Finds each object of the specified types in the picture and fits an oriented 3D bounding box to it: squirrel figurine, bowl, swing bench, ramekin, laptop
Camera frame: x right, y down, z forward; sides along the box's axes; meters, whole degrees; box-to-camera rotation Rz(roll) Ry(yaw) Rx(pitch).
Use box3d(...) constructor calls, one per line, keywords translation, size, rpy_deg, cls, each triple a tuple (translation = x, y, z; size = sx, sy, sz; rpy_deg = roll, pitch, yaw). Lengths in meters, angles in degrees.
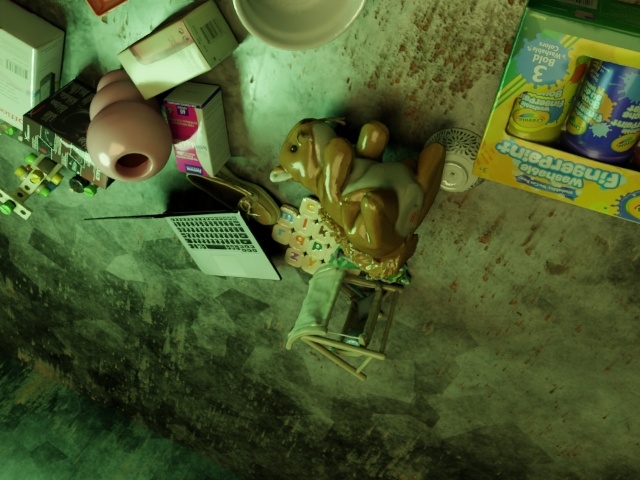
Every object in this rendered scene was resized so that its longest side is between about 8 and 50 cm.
box3d(translation=(0.062, -0.105, 1.507), size=(0.371, 0.281, 0.397), rpy_deg=(28, 146, 27), cls="squirrel figurine")
box3d(translation=(0.313, -0.170, 1.482), size=(0.170, 0.080, 0.170), rpy_deg=(14, 132, 16), cls="bowl")
box3d(translation=(0.068, 0.217, 1.792), size=(0.255, 0.253, 0.165), rpy_deg=(25, 138, -4), cls="swing bench")
box3d(translation=(-0.048, -0.528, 1.236), size=(0.277, 0.135, 0.277), rpy_deg=(-11, 137, -10), cls="ramekin")
box3d(translation=(-0.393, 0.024, 1.831), size=(0.382, 0.236, 0.407), rpy_deg=(1, 130, 44), cls="laptop")

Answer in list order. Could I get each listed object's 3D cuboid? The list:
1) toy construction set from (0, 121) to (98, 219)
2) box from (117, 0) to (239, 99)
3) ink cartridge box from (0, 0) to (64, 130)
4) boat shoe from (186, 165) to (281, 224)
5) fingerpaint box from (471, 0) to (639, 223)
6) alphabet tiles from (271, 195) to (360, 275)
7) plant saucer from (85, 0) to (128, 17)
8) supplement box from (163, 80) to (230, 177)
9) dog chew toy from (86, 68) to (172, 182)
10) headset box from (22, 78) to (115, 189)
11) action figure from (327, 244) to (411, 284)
box3d(translation=(-0.892, -0.215, 1.921), size=(0.258, 0.237, 0.308), rpy_deg=(-4, 125, 29), cls="toy construction set")
box3d(translation=(-0.339, -0.454, 1.508), size=(0.232, 0.148, 0.126), rpy_deg=(-13, 121, 33), cls="box")
box3d(translation=(-0.848, -0.484, 1.743), size=(0.226, 0.131, 0.306), rpy_deg=(30, 136, -2), cls="ink cartridge box")
box3d(translation=(-0.245, -0.124, 1.782), size=(0.285, 0.089, 0.104), rpy_deg=(33, 133, 0), cls="boat shoe")
box3d(translation=(0.567, -0.248, 1.231), size=(0.445, 0.163, 0.371), rpy_deg=(19, 134, 11), cls="fingerpaint box")
box3d(translation=(0.000, 0.000, 1.823), size=(0.284, 0.021, 0.278), rpy_deg=(24, 135, 5), cls="alphabet tiles")
box3d(translation=(-0.501, -0.685, 1.459), size=(0.259, 0.047, 0.259), rpy_deg=(-12, 123, 33), cls="plant saucer")
box3d(translation=(-0.321, -0.291, 1.666), size=(0.111, 0.114, 0.220), rpy_deg=(11, 134, 16), cls="supplement box")
box3d(translation=(-0.494, -0.310, 1.612), size=(0.207, 0.331, 0.206), rpy_deg=(-13, 147, -9), cls="dog chew toy")
box3d(translation=(-0.624, -0.288, 1.741), size=(0.293, 0.218, 0.110), rpy_deg=(29, 136, 0), cls="headset box")
box3d(translation=(0.154, 0.069, 1.763), size=(0.232, 0.063, 0.137), rpy_deg=(24, 131, -15), cls="action figure")
